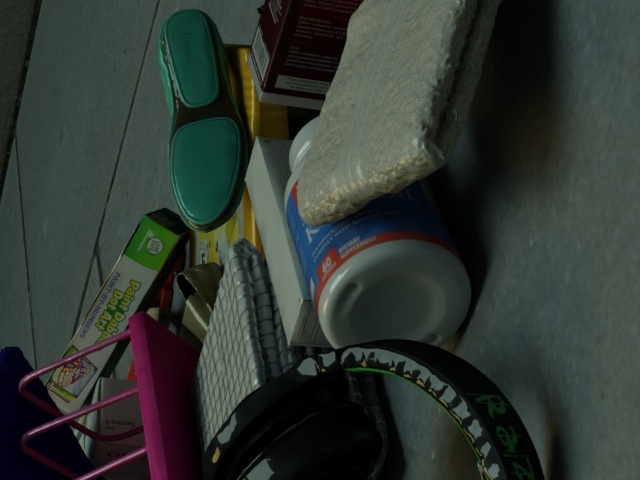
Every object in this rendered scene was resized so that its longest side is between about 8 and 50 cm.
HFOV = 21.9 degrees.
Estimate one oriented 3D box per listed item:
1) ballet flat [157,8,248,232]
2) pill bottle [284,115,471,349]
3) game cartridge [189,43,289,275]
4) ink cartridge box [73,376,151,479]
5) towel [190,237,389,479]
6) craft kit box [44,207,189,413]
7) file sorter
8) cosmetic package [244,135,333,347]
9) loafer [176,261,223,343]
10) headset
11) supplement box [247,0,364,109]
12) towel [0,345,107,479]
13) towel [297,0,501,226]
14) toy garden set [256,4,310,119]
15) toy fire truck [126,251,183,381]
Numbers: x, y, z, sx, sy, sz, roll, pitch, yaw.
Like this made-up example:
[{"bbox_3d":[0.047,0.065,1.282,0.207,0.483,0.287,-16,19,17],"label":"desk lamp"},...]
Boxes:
[{"bbox_3d":[-0.116,-0.116,1.692,0.087,0.083,0.247,66,-165,-70],"label":"ballet flat"},{"bbox_3d":[0.037,-0.011,1.360,0.221,0.124,0.124,-110,32,-51],"label":"pill bottle"},{"bbox_3d":[-0.094,-0.052,1.802,0.285,0.053,0.323,-158,65,-70],"label":"game cartridge"},{"bbox_3d":[-0.214,0.255,1.971,0.212,0.154,0.093,122,151,-54],"label":"ink cartridge box"},{"bbox_3d":[-0.033,0.173,1.532,0.283,0.121,0.235,-104,24,-44],"label":"towel"},{"bbox_3d":[-0.242,0.080,2.016,0.246,0.061,0.250,-57,1,4],"label":"craft kit box"},{"bbox_3d":[-0.183,0.264,1.673,0.182,0.202,0.290,-25,55,17],"label":"file sorter"},{"bbox_3d":[0.000,0.000,1.509,0.239,0.099,0.060,-106,29,-49],"label":"cosmetic package"},{"bbox_3d":[-0.120,0.085,1.749,0.148,0.050,0.056,-111,25,-43],"label":"loafer"},{"bbox_3d":[0.008,0.214,1.256,0.394,0.185,0.243,-21,81,35],"label":"headset"},{"bbox_3d":[0.030,-0.228,1.437,0.073,0.130,0.239,-106,29,-49],"label":"supplement box"},{"bbox_3d":[-0.289,0.272,1.770,0.308,0.076,0.227,59,-169,-29],"label":"towel"},{"bbox_3d":[0.073,-0.155,1.257,0.187,0.049,0.282,-27,40,58],"label":"towel"},{"bbox_3d":[-0.022,-0.216,1.708,0.244,0.049,0.203,153,121,-68],"label":"toy garden set"},{"bbox_3d":[-0.220,0.095,2.204,0.135,0.047,0.192,-108,31,-49],"label":"toy fire truck"}]
